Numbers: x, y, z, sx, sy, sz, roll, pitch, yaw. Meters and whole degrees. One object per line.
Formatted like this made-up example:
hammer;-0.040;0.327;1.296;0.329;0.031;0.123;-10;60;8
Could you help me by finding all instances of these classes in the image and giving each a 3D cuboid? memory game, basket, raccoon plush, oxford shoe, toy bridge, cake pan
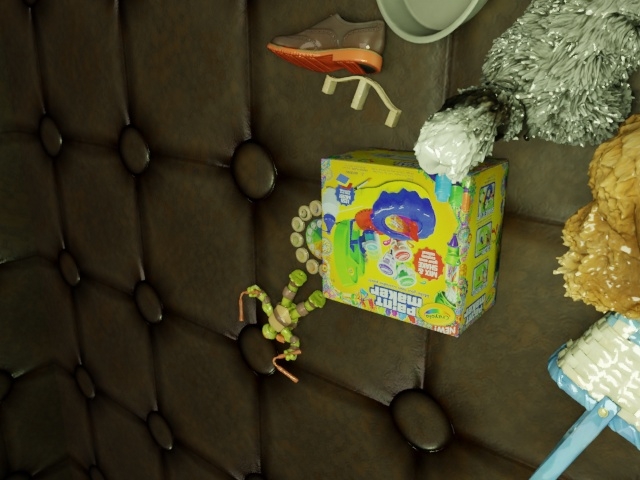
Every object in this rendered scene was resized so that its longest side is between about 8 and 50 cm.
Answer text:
memory game;0.000;0.000;1.247;0.186;0.012;0.186;13;111;35
basket;0.438;0.242;0.815;0.201;0.254;0.289;44;117;26
raccoon plush;0.327;-0.256;0.644;0.216;0.446;0.299;34;142;12
oxford shoe;0.012;-0.396;1.077;0.271;0.096;0.099;16;94;30
toy bridge;0.082;-0.294;1.079;0.188;0.026;0.063;35;120;26
cake pan;0.189;-0.472;0.864;0.293;0.054;0.294;28;124;54

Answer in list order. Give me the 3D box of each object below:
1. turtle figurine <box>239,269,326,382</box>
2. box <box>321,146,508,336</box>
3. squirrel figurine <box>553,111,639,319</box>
turtle figurine;-0.078;0.191;1.321;0.217;0.087;0.270;-48;64;30
box;0.168;-0.014;1.002;0.289;0.177;0.280;12;112;36
squirrel figurine;0.454;0.046;0.566;0.281;0.370;0.397;-41;40;4
